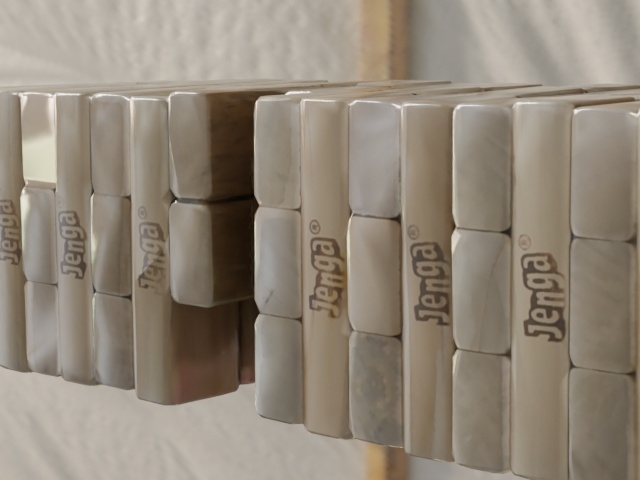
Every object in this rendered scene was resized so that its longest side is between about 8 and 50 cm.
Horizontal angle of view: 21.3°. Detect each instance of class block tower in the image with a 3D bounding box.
[{"bbox_3d":[0.000,0.000,0.488,0.335,0.097,0.091,6,-80,42],"label":"block tower"}]
